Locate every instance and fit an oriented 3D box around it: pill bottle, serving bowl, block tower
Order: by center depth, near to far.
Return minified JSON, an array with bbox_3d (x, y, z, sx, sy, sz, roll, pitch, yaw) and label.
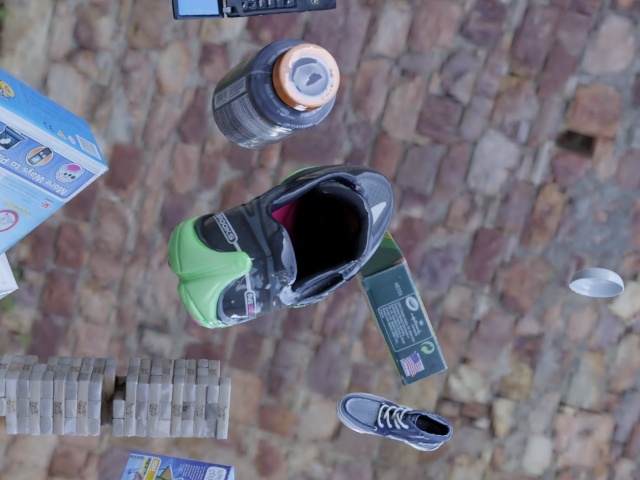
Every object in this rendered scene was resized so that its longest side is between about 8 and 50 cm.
[{"bbox_3d":[-0.058,-0.208,1.836,0.246,0.130,0.130,-13,-118,67],"label":"pill bottle"},{"bbox_3d":[-0.302,0.228,1.913,0.097,0.335,0.091,-100,-166,-70],"label":"block tower"},{"bbox_3d":[0.433,0.062,2.039,0.083,0.083,0.027,114,-14,-69],"label":"serving bowl"}]

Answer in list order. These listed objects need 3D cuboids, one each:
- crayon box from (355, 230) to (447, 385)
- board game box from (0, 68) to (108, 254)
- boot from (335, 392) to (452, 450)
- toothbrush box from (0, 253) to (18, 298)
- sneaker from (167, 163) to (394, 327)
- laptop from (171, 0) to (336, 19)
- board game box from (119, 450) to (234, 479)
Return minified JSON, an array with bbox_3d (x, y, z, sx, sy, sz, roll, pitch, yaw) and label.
[{"bbox_3d":[0.110,0.083,2.163,0.318,0.081,0.202,-115,-178,-70],"label":"crayon box"},{"bbox_3d":[-0.465,-0.078,1.541,0.308,0.302,0.086,33,24,-56],"label":"board game box"},{"bbox_3d":[0.123,0.291,2.154,0.086,0.190,0.069,124,-17,-66],"label":"boot"},{"bbox_3d":[-0.638,0.084,1.942,0.216,0.295,0.126,-2,64,-61],"label":"toothbrush box"},{"bbox_3d":[0.000,0.000,1.681,0.483,0.202,0.185,-32,107,-61],"label":"sneaker"},{"bbox_3d":[-0.097,-0.431,1.814,0.136,0.264,0.234,-154,-122,-73],"label":"laptop"},{"bbox_3d":[-0.193,0.348,1.578,0.201,0.136,0.035,-72,166,-50],"label":"board game box"}]
